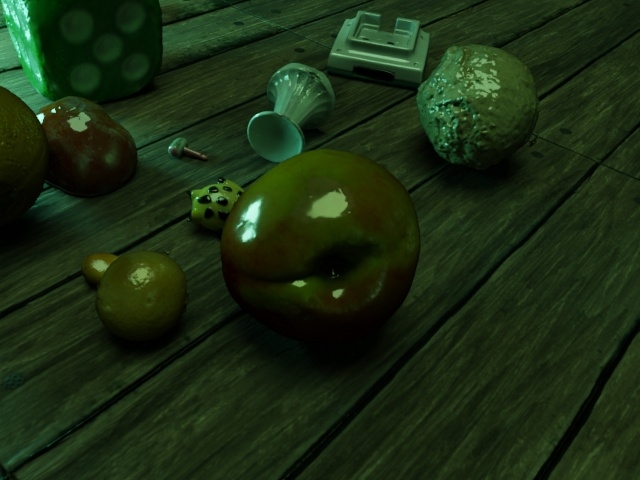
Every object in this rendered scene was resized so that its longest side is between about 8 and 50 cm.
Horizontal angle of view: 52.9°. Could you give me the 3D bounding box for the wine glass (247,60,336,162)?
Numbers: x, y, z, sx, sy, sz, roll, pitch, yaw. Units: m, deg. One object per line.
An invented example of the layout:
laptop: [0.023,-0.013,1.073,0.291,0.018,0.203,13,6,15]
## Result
wine glass: [-0.067,-0.274,1.413,0.164,0.165,0.197,15,48,10]

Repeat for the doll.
doll: [-0.101,-0.061,1.197,0.290,0.086,0.117,0,80,-12]

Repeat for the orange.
orange: [-0.596,-0.142,1.083,0.274,0.274,0.274,4,39,-3]

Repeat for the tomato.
tomato: [-0.473,-0.199,1.260,0.214,0.155,0.181,18,44,12]

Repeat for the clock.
clock: [0.168,-0.534,1.785,0.262,0.116,0.231,12,40,7]

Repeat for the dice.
dice: [-0.560,-0.509,1.511,0.300,0.287,0.297,-22,48,-32]

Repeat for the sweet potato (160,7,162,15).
sweet potato: [-0.503,-0.700,1.945,0.044,0.044,0.179,-15,50,-25]

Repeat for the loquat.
loquat: [-0.266,0.079,0.963,0.141,0.141,0.141,4,39,-3]

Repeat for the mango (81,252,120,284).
mango: [-0.346,0.051,1.057,0.089,0.046,0.060,19,41,-5]

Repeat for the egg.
egg: [0.340,-0.291,1.396,0.279,0.279,0.310,11,29,5]

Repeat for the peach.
peach: [0.000,0.000,0.990,0.307,0.308,0.332,0,24,-9]

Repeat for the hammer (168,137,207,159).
hammer: [-0.279,-0.189,1.371,0.083,0.031,0.053,22,43,2]
